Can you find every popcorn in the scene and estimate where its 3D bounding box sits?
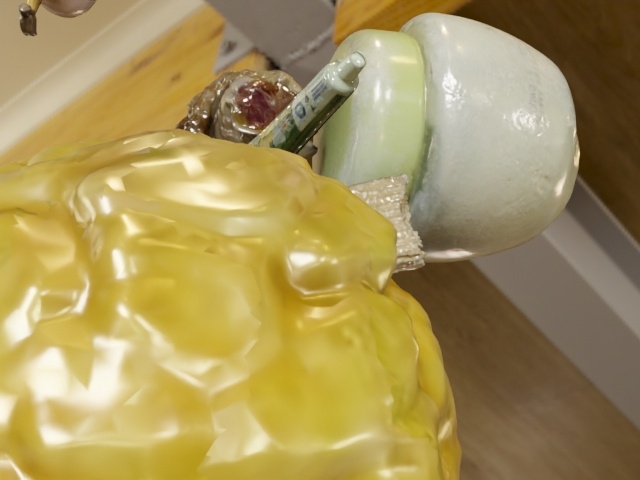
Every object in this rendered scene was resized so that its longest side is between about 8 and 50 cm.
[{"bbox_3d":[-0.100,0.121,0.535,0.344,0.390,0.354,7,-71,-26],"label":"popcorn"}]

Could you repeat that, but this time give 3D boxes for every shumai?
[{"bbox_3d":[-0.062,-0.126,1.373,0.185,0.184,0.218,8,5,40],"label":"shumai"}]

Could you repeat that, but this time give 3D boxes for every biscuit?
[{"bbox_3d":[0.000,0.000,1.198,0.238,0.108,0.062,-13,-11,-14],"label":"biscuit"}]

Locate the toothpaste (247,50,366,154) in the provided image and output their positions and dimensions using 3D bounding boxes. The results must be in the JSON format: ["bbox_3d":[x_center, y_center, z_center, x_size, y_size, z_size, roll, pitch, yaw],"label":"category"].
[{"bbox_3d":[-0.019,-0.104,0.938,0.031,0.049,0.204,-20,-14,-39],"label":"toothpaste"}]

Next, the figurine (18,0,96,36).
[{"bbox_3d":[-0.269,-0.324,1.125,0.112,0.229,0.137,3,3,-26],"label":"figurine"}]

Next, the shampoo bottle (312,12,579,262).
[{"bbox_3d":[0.162,-0.131,1.407,0.317,0.322,0.322,3,-39,-13],"label":"shampoo bottle"}]
